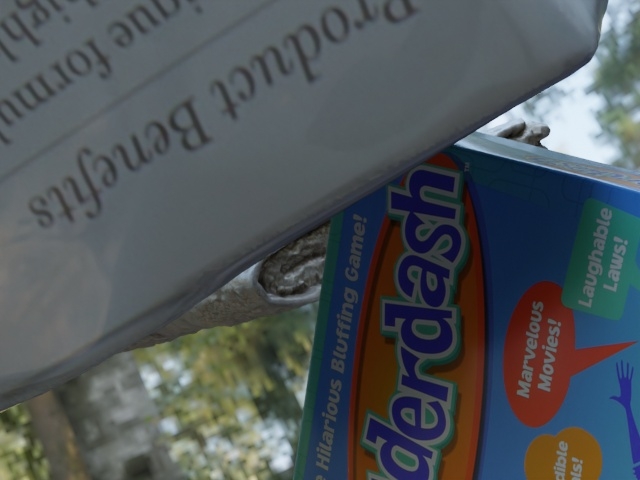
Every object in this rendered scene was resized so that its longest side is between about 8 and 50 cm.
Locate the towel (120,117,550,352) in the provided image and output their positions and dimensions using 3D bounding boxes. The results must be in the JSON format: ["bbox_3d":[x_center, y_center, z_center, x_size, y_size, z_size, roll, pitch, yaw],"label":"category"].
[{"bbox_3d":[0.000,0.000,0.972,0.187,0.049,0.282,-18,5,46],"label":"towel"}]

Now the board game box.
[{"bbox_3d":[0.083,0.061,0.478,0.047,0.210,0.160,-2,-76,-44],"label":"board game box"}]

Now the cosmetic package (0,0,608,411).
[{"bbox_3d":[-0.139,-0.187,0.535,0.329,0.393,0.327,-29,18,25],"label":"cosmetic package"}]
